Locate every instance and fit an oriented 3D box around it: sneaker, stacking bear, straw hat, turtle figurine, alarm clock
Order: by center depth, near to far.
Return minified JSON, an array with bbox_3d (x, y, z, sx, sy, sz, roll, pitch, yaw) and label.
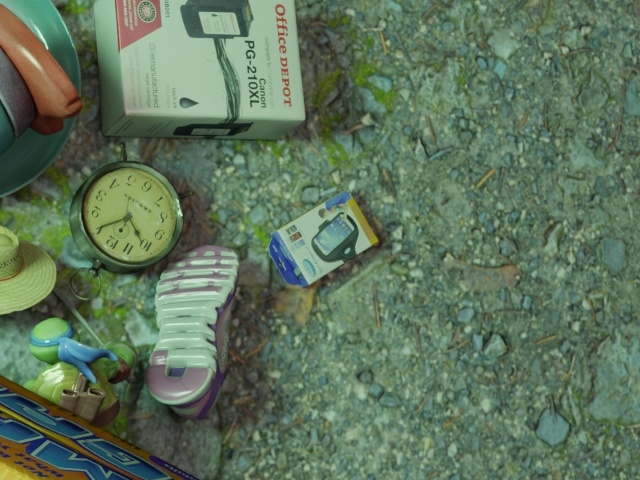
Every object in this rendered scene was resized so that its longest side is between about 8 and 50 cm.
[{"bbox_3d":[-0.429,-0.117,1.634,0.289,0.175,0.164,-38,98,-20],"label":"stacking bear"},{"bbox_3d":[-0.366,0.016,1.686,0.144,0.061,0.144,5,43,-5],"label":"straw hat"},{"bbox_3d":[-0.289,0.198,1.698,0.198,0.274,0.266,-33,114,-50],"label":"turtle figurine"},{"bbox_3d":[-0.240,-0.010,1.791,0.129,0.064,0.192,36,63,-14],"label":"alarm clock"},{"bbox_3d":[-0.145,0.114,1.799,0.095,0.104,0.236,-2,51,15],"label":"sneaker"}]

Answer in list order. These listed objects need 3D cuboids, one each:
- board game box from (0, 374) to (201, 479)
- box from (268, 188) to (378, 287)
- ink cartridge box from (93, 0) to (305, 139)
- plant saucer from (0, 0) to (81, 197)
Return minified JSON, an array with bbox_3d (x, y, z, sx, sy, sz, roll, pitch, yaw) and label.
[{"bbox_3d":[-0.351,0.321,1.376,0.356,0.356,0.356,26,90,7],"label":"board game box"},{"bbox_3d":[0.000,0.000,1.925,0.136,0.028,0.081,-32,93,-30],"label":"box"},{"bbox_3d":[-0.147,-0.218,1.865,0.237,0.100,0.172,0,79,-26],"label":"ink cartridge box"},{"bbox_3d":[-0.436,-0.190,1.753,0.317,0.043,0.318,6,75,-25],"label":"plant saucer"}]
